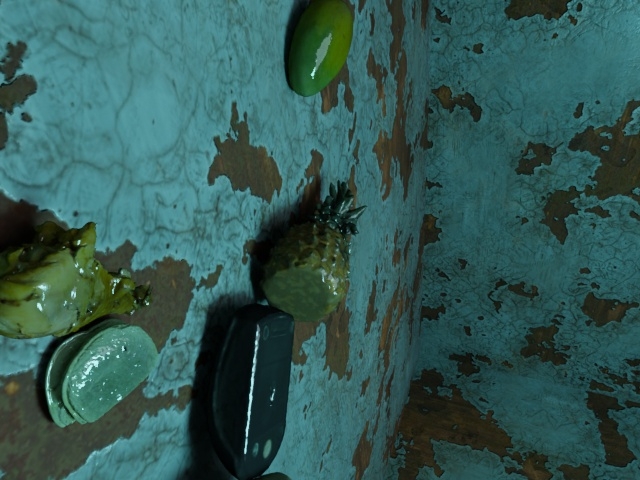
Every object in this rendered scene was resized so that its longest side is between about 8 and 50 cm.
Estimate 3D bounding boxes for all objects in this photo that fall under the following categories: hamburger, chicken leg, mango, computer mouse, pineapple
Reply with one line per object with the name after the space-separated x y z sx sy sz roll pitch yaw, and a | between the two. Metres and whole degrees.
-0.234 0.130 0.500 0.121 0.054 0.084 -47 143 -44 | hamburger
-0.227 0.040 0.453 0.207 0.085 0.101 39 50 -76 | chicken leg
-0.001 -0.352 0.866 0.195 0.092 0.130 -69 160 -6 | mango
-0.119 0.237 0.772 0.170 0.100 0.269 22 73 -72 | computer mouse
0.000 0.000 0.945 0.340 0.169 0.169 -68 157 -50 | pineapple

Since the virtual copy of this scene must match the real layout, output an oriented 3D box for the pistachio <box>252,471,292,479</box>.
-0.093 0.470 0.712 0.226 0.208 0.332 -61 -169 -25 | pistachio
